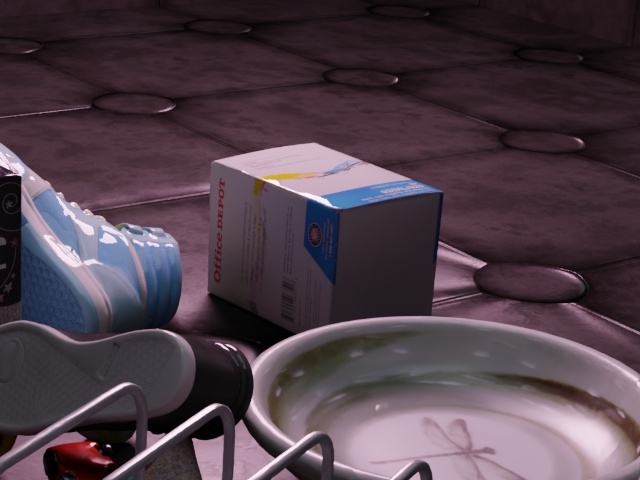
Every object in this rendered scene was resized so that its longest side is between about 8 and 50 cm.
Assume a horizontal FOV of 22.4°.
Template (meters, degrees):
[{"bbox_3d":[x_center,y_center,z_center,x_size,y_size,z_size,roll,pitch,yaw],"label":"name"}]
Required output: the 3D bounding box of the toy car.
[{"bbox_3d":[-0.232,0.185,1.511,0.239,0.053,0.225,14,21,27],"label":"toy car"}]

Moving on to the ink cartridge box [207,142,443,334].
[{"bbox_3d":[0.000,0.000,1.909,0.168,0.171,0.233,-12,25,-39],"label":"ink cartridge box"}]

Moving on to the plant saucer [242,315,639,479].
[{"bbox_3d":[0.122,0.186,1.498,0.400,0.100,0.400,3,18,-1],"label":"plant saucer"}]

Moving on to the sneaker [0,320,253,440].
[{"bbox_3d":[-0.189,0.135,1.457,0.296,0.104,0.147,-4,-17,36],"label":"sneaker"}]

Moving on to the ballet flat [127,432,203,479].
[{"bbox_3d":[-0.144,0.259,1.273,0.106,0.107,0.316,28,29,9],"label":"ballet flat"}]

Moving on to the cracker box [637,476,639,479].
[{"bbox_3d":[0.335,0.233,1.321,0.155,0.067,0.232,50,29,3],"label":"cracker box"}]

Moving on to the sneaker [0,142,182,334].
[{"bbox_3d":[-0.282,-0.003,1.843,0.208,0.127,0.319,-11,56,-48],"label":"sneaker"}]

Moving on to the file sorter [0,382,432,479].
[{"bbox_3d":[-0.039,0.205,0.901,0.278,0.173,0.193,12,20,23],"label":"file sorter"}]

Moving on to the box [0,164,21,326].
[{"bbox_3d":[-0.390,0.040,1.604,0.142,0.247,0.163,-13,25,-38],"label":"box"}]
